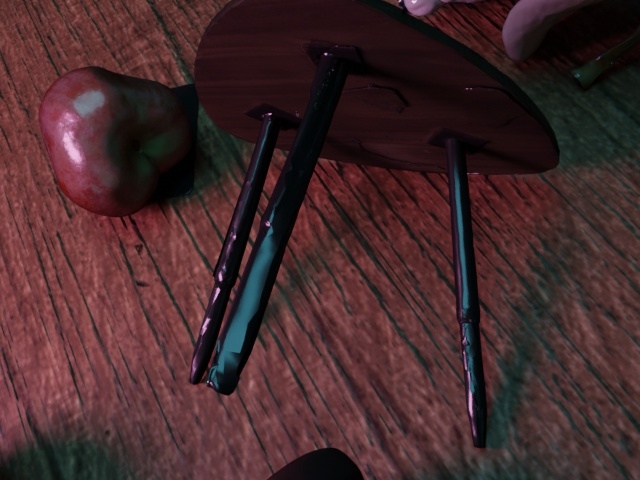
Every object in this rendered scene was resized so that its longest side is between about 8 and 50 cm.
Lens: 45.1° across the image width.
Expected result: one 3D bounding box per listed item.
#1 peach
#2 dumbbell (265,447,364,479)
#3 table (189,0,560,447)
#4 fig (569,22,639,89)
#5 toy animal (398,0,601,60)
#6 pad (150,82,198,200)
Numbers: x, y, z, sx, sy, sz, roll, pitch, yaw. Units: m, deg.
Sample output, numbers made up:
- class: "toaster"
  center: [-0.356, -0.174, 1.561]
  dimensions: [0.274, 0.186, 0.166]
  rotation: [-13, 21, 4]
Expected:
- class: "peach"
  center: [-0.212, -0.103, 0.784]
  dimensions: [0.152, 0.152, 0.152]
  rotation: [-8, 57, 13]
- class: "dumbbell"
  center: [0.040, 0.247, 0.475]
  dimensions: [0.124, 0.140, 0.225]
  rotation: [-40, 54, -20]
- class: "table"
  center: [0.000, 0.000, 0.575]
  dimensions: [0.317, 0.317, 0.249]
  rotation: [7, 77, 22]
- class: "fig"
  center: [0.341, -0.228, 0.694]
  dimensions: [0.160, 0.230, 0.143]
  rotation: [47, 42, 17]
- class: "toy animal"
  center: [0.198, -0.289, 0.698]
  dimensions: [0.174, 0.249, 0.289]
  rotation: [2, 35, -16]
- class: "pad"
  center: [-0.188, -0.106, 0.850]
  dimensions: [0.112, 0.003, 0.157]
  rotation: [-10, 57, 12]
